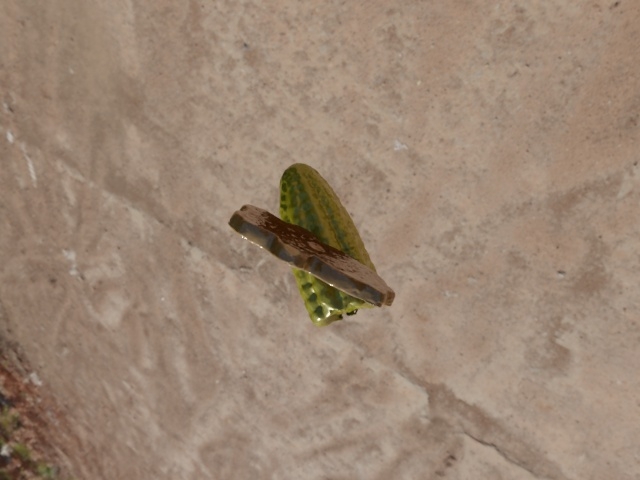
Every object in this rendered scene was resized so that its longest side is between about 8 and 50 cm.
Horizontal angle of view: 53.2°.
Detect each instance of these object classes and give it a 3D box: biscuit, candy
[{"bbox_3d":[-0.011,0.015,0.665,0.184,0.027,0.133,26,-171,-13],"label":"biscuit"},{"bbox_3d":[0.000,0.000,0.774,0.106,0.094,0.199,115,132,-78],"label":"candy"}]
